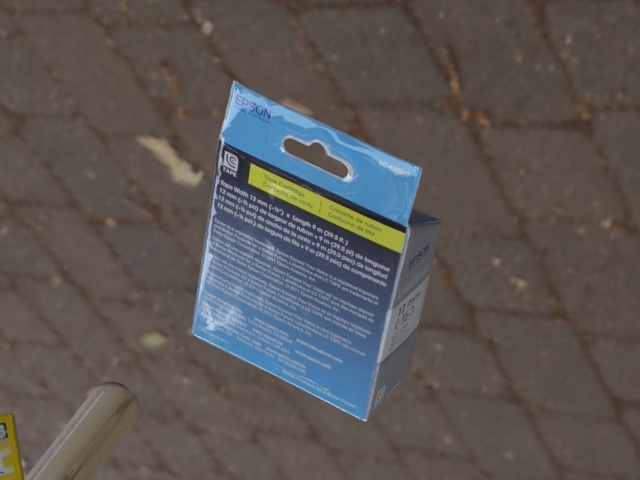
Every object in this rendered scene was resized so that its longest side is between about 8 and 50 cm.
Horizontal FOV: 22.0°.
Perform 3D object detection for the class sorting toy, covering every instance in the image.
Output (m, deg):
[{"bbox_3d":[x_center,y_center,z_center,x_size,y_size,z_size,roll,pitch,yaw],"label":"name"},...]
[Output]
[{"bbox_3d":[-0.233,0.204,1.444,0.038,0.193,0.208,37,171,5],"label":"sorting toy"}]

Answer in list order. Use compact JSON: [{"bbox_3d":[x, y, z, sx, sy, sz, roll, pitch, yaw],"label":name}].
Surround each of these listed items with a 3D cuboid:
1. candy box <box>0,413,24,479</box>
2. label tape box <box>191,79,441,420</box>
[{"bbox_3d":[-0.422,0.255,1.764,0.206,0.105,0.027,-11,170,-9],"label":"candy box"},{"bbox_3d":[0.000,0.000,1.871,0.249,0.115,0.347,25,124,21],"label":"label tape box"}]
